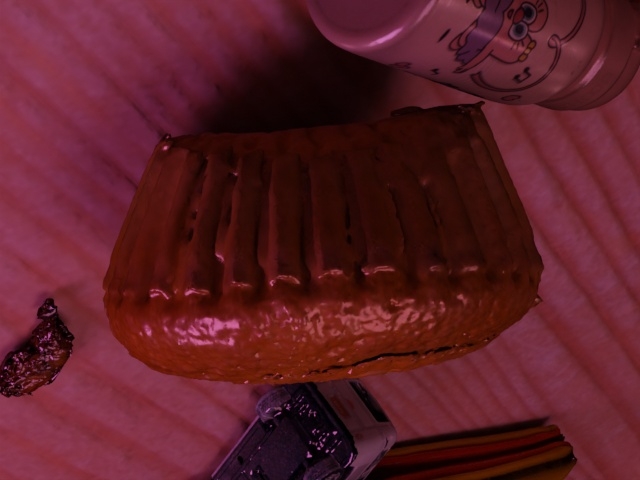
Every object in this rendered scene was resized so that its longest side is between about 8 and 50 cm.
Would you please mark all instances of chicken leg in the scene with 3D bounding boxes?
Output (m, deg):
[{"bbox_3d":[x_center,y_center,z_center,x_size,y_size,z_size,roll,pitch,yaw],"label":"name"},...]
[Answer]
[{"bbox_3d":[-0.169,0.067,0.930,0.036,0.021,0.083,14,127,-36],"label":"chicken leg"}]

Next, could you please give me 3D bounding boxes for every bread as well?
[{"bbox_3d":[-0.002,0.004,0.824,0.239,0.139,0.240,-6,-175,1],"label":"bread"}]

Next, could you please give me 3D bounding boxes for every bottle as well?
[{"bbox_3d":[0.088,-0.122,0.817,0.110,0.097,0.209,-10,164,40],"label":"bottle"}]

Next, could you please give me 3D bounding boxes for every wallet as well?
[{"bbox_3d":[0.099,0.232,1.325,0.241,0.067,0.141,-5,141,-35],"label":"wallet"}]

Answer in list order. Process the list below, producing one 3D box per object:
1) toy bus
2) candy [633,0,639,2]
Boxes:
[{"bbox_3d":[-0.025,0.179,1.140,0.089,0.087,0.194,-6,140,-48],"label":"toy bus"},{"bbox_3d":[0.251,-0.163,0.939,0.122,0.038,0.062,-45,145,21],"label":"candy"}]
